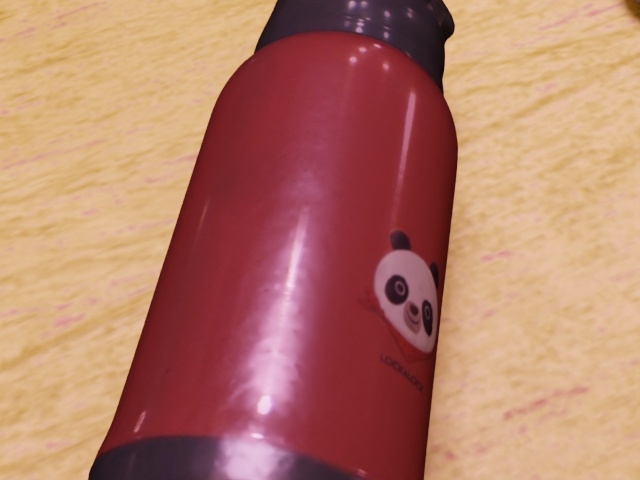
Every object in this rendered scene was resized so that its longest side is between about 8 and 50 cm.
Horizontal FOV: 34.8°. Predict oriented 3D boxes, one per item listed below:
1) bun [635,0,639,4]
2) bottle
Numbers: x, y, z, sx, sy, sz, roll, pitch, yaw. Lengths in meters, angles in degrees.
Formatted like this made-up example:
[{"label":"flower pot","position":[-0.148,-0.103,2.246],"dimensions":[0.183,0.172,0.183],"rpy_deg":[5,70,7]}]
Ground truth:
[{"label":"bun","position":[0.231,-0.174,0.659],"dimensions":[0.083,0.045,0.083],"rpy_deg":[-1,60,2]},{"label":"bottle","position":[0.000,0.000,0.513],"dimensions":[0.144,0.144,0.336],"rpy_deg":[7,56,9]}]
